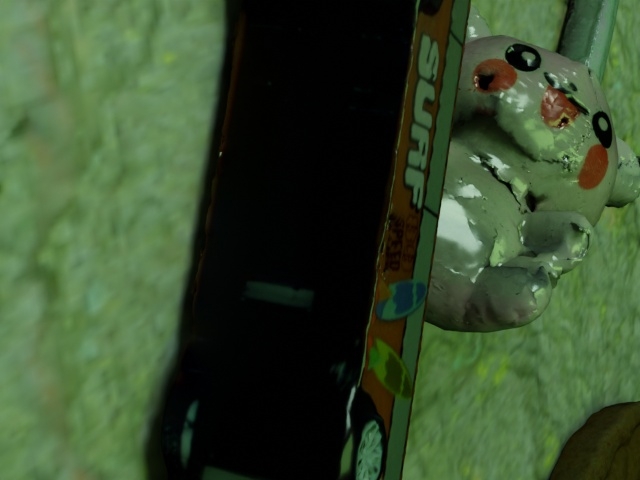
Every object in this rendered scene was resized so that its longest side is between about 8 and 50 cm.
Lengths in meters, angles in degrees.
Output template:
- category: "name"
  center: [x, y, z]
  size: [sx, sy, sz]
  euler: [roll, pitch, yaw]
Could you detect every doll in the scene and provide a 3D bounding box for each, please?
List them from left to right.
- category: "doll"
  center: [0.090, -0.031, 0.777]
  size: [0.149, 0.095, 0.192]
  euler: [41, 53, -1]

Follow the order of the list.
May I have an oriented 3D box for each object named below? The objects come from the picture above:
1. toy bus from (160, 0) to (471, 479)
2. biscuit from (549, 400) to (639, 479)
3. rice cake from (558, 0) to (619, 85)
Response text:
- category: "toy bus"
  center: [0.000, 0.000, 0.644]
  size: [0.092, 0.093, 0.409]
  euler: [28, 70, -66]
- category: "biscuit"
  center: [0.225, 0.245, 1.097]
  size: [0.273, 0.049, 0.257]
  euler: [5, 89, -58]
- category: "rice cake"
  center: [0.168, -0.114, 0.974]
  size: [0.033, 0.033, 0.208]
  euler: [47, 53, -49]
